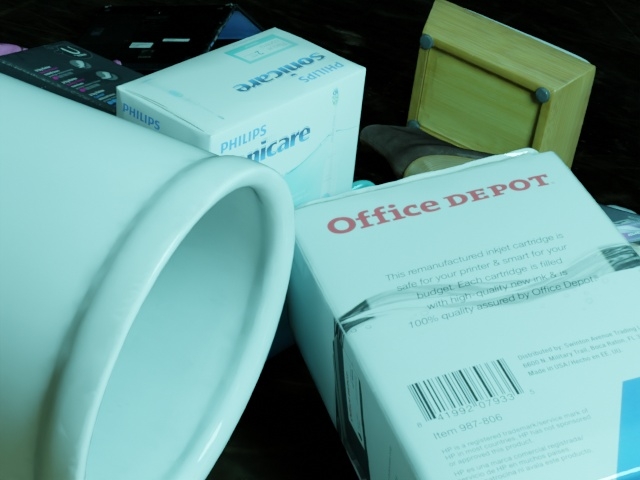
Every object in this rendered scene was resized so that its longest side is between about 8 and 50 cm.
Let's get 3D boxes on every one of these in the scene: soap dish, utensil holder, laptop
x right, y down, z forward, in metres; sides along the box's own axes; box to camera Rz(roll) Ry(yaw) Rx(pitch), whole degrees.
[{"bbox_3d":[0.273,-0.224,2.170,0.291,0.229,0.118,29,42,25],"label":"soap dish"},{"bbox_3d":[-0.264,0.030,1.093,0.385,0.327,0.327,21,23,16],"label":"utensil holder"},{"bbox_3d":[-0.232,-0.290,2.116,0.234,0.136,0.264,2,43,21],"label":"laptop"}]

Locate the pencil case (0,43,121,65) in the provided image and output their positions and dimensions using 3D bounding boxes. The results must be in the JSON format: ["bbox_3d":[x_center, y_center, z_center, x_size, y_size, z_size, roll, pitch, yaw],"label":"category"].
[{"bbox_3d":[-0.366,-0.219,1.865,0.209,0.095,0.098,5,-9,-22],"label":"pencil case"}]

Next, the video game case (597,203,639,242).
[{"bbox_3d":[0.217,0.000,1.581,0.274,0.026,0.196,-11,12,-14],"label":"video game case"}]

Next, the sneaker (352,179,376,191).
[{"bbox_3d":[0.000,0.000,1.602,0.107,0.110,0.275,22,24,12],"label":"sneaker"}]

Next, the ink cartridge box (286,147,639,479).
[{"bbox_3d":[0.160,0.116,1.209,0.286,0.166,0.395,-13,42,-14],"label":"ink cartridge box"}]

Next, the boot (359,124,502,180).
[{"bbox_3d":[0.207,-0.123,2.043,0.248,0.090,0.207,-4,33,-34],"label":"boot"}]

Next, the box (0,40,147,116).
[{"bbox_3d":[-0.245,-0.103,1.592,0.270,0.165,0.143,25,25,17],"label":"box"}]

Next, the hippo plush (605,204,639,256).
[{"bbox_3d":[0.434,0.019,1.704,0.294,0.234,0.236,7,26,-21],"label":"hippo plush"}]

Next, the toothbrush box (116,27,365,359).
[{"bbox_3d":[-0.081,-0.028,1.320,0.126,0.295,0.216,29,40,30],"label":"toothbrush box"}]
